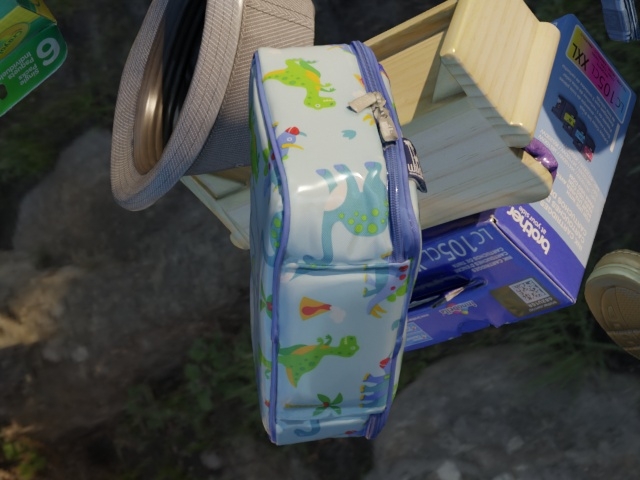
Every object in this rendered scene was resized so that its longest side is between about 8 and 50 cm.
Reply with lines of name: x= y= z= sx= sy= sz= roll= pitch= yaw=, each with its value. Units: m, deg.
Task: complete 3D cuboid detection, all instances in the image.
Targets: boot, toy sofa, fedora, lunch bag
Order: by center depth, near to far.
lunch bag: x=0.000 y=0.000 z=0.715 sx=0.176 sy=0.090 sz=0.219 roll=-103 pitch=12 yaw=-48
boot: x=0.349 y=0.021 z=0.995 sx=0.095 sy=0.262 sz=0.203 roll=-27 pitch=38 yaw=62
fedora: x=-0.086 y=-0.142 z=1.054 sx=0.275 sy=0.124 sz=0.243 roll=-51 pitch=35 yaw=47
toy sofa: x=0.054 y=-0.105 z=1.140 sx=0.363 sy=0.150 sz=0.177 roll=-20 pitch=125 yaw=39

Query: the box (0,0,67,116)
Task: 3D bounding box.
box: x=-0.218 y=-0.137 z=0.630 sx=0.105 sy=0.043 sz=0.179 roll=-38 pitch=79 yaw=12

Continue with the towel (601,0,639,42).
towel: x=0.397 y=-0.326 z=1.586 sx=0.067 sy=0.029 sz=0.119 roll=-131 pitch=22 yaw=-70

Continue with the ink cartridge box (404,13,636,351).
ink cartridge box: x=0.176 y=-0.039 z=1.339 sx=0.151 sy=0.395 sz=0.270 roll=42 pitch=141 yaw=-23
